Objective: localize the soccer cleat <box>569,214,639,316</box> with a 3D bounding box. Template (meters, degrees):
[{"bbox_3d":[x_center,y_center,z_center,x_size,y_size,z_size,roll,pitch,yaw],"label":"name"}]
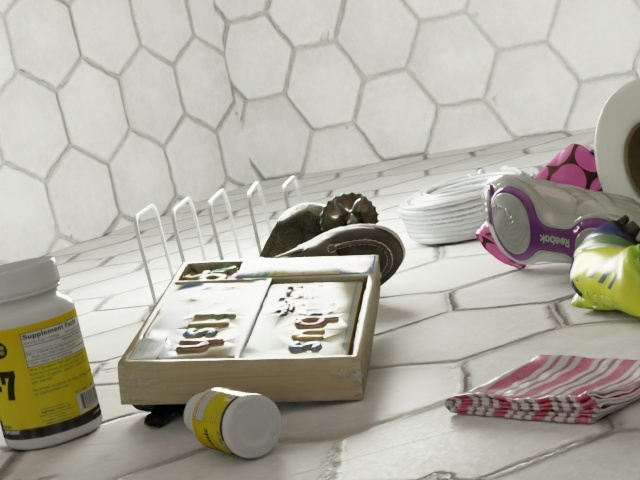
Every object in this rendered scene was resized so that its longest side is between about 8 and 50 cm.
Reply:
[{"bbox_3d":[0.351,0.053,1.719,0.121,0.093,0.289,-42,7,11],"label":"soccer cleat"}]

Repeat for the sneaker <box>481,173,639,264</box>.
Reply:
[{"bbox_3d":[0.349,-0.018,2.000,0.152,0.114,0.305,-11,24,-38],"label":"sneaker"}]

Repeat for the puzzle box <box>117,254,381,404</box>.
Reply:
[{"bbox_3d":[-0.069,0.100,1.773,0.272,0.052,0.409,-2,15,5],"label":"puzzle box"}]

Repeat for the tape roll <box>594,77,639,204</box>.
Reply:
[{"bbox_3d":[0.521,-0.121,2.017,0.169,0.246,0.246,-16,8,-31],"label":"tape roll"}]

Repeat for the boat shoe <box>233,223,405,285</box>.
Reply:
[{"bbox_3d":[-0.029,0.063,2.156,0.335,0.112,0.095,-14,23,33],"label":"boat shoe"}]

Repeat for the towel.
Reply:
[{"bbox_3d":[0.233,0.136,1.415,0.144,0.029,0.197,-18,9,-38],"label":"towel"}]

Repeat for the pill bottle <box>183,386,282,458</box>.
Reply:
[{"bbox_3d":[-0.093,0.182,1.484,0.065,0.065,0.116,-17,9,-28],"label":"pill bottle"}]

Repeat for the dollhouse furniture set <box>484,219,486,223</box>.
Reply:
[{"bbox_3d":[0.355,-0.023,2.282,0.161,0.101,0.182,-37,8,3],"label":"dollhouse furniture set"}]

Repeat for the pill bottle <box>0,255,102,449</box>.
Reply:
[{"bbox_3d":[-0.336,0.130,1.723,0.119,0.208,0.119,-13,7,2],"label":"pill bottle"}]

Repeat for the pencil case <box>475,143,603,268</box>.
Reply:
[{"bbox_3d":[0.328,-0.046,2.125,0.209,0.098,0.095,-43,-24,-5],"label":"pencil case"}]

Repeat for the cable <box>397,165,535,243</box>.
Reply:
[{"bbox_3d":[0.264,-0.059,2.581,0.257,0.089,0.257,-15,9,-14],"label":"cable"}]

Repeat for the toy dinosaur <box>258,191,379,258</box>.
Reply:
[{"bbox_3d":[0.000,0.000,2.307,0.121,0.160,0.313,-18,10,-38],"label":"toy dinosaur"}]

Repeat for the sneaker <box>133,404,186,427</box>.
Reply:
[{"bbox_3d":[-0.157,0.172,1.737,0.170,0.051,0.089,-25,14,-39],"label":"sneaker"}]

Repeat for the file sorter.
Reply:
[{"bbox_3d":[-0.157,0.003,2.501,0.278,0.173,0.193,-11,8,7],"label":"file sorter"}]
